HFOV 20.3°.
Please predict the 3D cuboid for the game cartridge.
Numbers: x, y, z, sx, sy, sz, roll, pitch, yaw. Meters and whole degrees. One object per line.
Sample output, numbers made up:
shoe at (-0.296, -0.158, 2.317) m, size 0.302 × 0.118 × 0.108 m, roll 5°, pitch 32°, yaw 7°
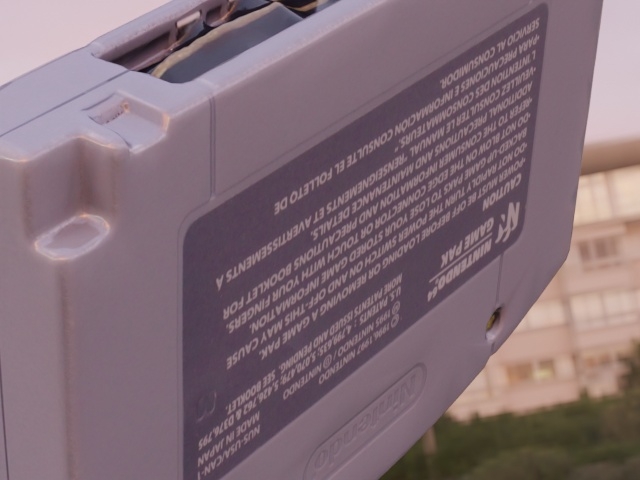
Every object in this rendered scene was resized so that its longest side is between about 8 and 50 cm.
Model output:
game cartridge at (0.000, 0.000, 0.585) m, size 0.060 × 0.196 × 0.294 m, roll 19°, pitch 34°, yaw 31°
